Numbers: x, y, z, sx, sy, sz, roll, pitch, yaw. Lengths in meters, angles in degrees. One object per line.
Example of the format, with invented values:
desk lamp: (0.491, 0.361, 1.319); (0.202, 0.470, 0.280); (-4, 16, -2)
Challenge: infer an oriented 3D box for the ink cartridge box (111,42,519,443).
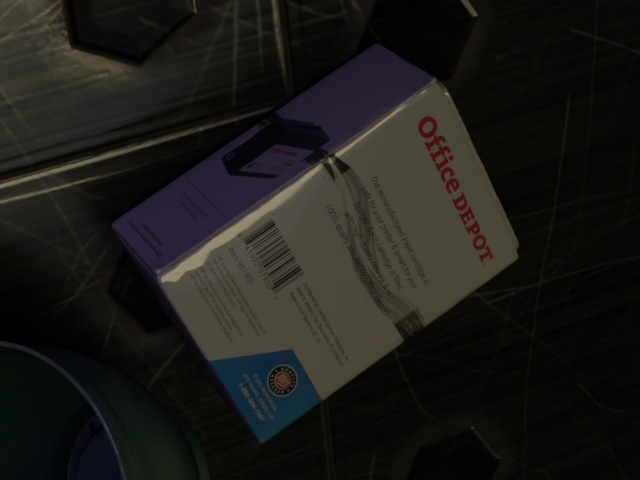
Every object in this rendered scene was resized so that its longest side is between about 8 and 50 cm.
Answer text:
ink cartridge box: (0.000, 0.000, 1.564); (0.307, 0.129, 0.223); (-35, 124, -9)

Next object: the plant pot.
plant pot: (-0.219, 0.230, 1.490); (0.196, 0.293, 0.293); (0, 116, -57)
